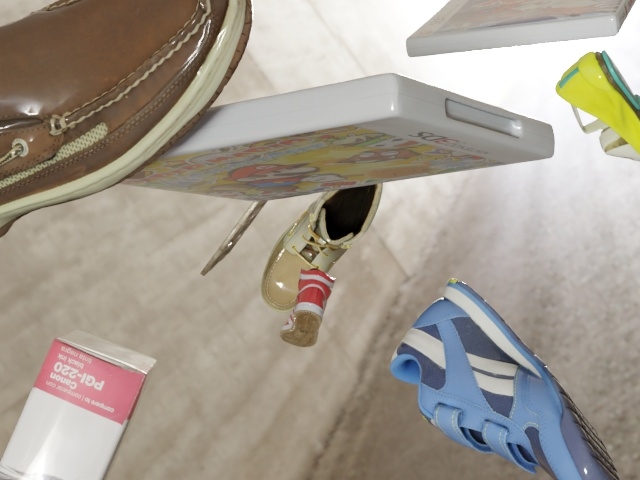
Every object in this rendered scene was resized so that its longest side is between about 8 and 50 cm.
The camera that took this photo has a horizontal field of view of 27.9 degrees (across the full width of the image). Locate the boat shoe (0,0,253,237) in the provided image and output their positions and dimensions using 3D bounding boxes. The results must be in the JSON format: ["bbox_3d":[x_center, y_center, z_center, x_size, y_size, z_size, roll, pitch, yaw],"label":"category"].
[{"bbox_3d":[-0.153,-0.064,0.634,0.257,0.095,0.095,-33,-32,21],"label":"boat shoe"}]

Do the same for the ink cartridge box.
[{"bbox_3d":[-0.234,0.198,1.168,0.158,0.092,0.218,159,132,-86],"label":"ink cartridge box"}]

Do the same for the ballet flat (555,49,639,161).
[{"bbox_3d":[0.337,-0.136,1.450,0.077,0.077,0.231,-34,-42,22],"label":"ballet flat"}]

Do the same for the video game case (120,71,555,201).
[{"bbox_3d":[-0.005,-0.054,0.762,0.227,0.026,0.206,-7,-6,32],"label":"video game case"}]

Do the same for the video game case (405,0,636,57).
[{"bbox_3d":[0.204,-0.223,1.269,0.201,0.023,0.183,-2,22,22],"label":"video game case"}]

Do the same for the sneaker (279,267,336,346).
[{"bbox_3d":[-0.014,0.072,1.424,0.118,0.042,0.067,120,166,-64],"label":"sneaker"}]

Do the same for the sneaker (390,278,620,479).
[{"bbox_3d":[0.083,0.078,0.593,0.059,0.053,0.144,-40,39,0],"label":"sneaker"}]

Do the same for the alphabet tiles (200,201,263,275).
[{"bbox_3d":[-0.067,-0.063,1.662,0.237,0.009,0.198,-53,0,9],"label":"alphabet tiles"}]

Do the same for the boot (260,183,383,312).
[{"bbox_3d":[0.000,0.000,1.573,0.213,0.077,0.165,-53,4,0],"label":"boot"}]
